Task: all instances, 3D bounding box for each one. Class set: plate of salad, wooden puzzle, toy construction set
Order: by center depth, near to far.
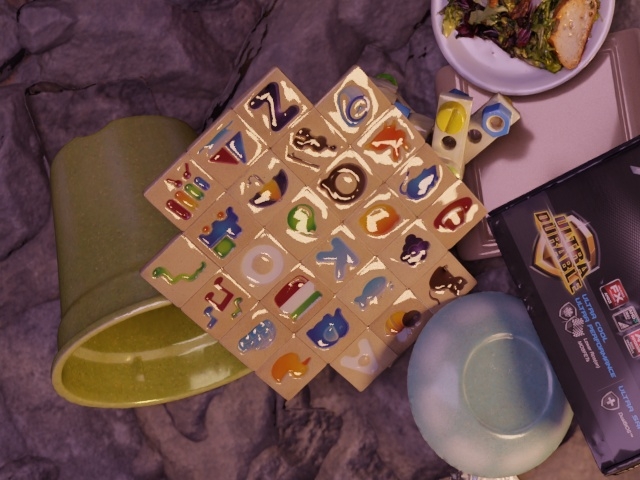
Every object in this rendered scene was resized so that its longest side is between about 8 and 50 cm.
[{"bbox_3d":[0.211,-0.255,1.352,0.199,0.048,0.200,0,89,21],"label":"plate of salad"},{"bbox_3d":[0.059,-0.036,1.367,0.215,0.151,0.328,21,107,1],"label":"toy construction set"},{"bbox_3d":[0.250,-0.101,1.376,0.238,0.044,0.221,-10,80,21],"label":"wooden puzzle"}]

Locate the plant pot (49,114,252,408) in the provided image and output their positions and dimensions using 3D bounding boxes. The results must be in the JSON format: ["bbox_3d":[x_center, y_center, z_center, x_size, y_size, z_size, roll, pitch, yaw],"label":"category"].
[{"bbox_3d":[-0.187,0.013,1.399,0.276,0.276,0.254,-25,65,13],"label":"plant pot"}]

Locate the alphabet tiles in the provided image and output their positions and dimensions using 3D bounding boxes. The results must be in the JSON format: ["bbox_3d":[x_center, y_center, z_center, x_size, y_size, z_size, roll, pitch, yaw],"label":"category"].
[{"bbox_3d":[0.000,0.000,1.247,0.285,0.342,0.011,-44,32,2],"label":"alphabet tiles"}]

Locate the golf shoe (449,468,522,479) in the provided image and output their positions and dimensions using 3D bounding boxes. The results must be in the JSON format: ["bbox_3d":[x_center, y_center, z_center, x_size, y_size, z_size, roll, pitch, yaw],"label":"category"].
[{"bbox_3d":[0.187,0.188,1.355,0.086,0.069,0.176,5,84,-6],"label":"golf shoe"}]

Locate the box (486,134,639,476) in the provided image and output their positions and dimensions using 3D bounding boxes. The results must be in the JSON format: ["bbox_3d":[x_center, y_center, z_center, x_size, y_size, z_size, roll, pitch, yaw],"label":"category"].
[{"bbox_3d":[0.354,0.041,1.247,0.293,0.073,0.296,-28,71,19],"label":"box"}]

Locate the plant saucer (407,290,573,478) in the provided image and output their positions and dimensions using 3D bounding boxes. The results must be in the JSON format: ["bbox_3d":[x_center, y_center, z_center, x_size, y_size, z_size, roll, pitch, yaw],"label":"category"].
[{"bbox_3d":[0.186,0.148,1.308,0.195,0.037,0.195,2,81,-16],"label":"plant saucer"}]
